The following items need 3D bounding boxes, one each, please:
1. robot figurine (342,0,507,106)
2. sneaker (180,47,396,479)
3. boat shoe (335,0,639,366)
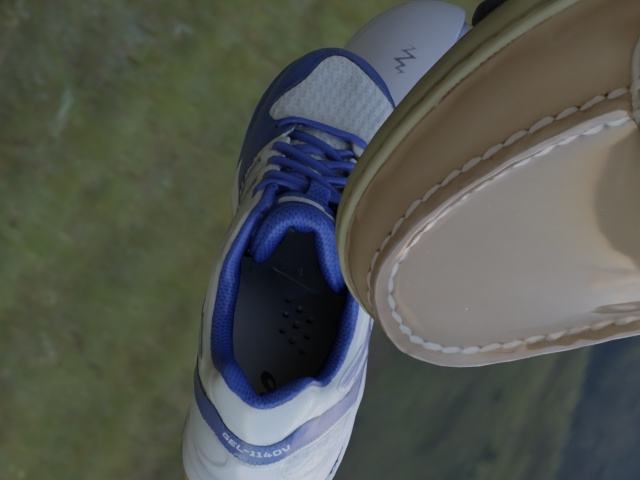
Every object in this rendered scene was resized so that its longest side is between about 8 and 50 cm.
[{"bbox_3d":[0.128,-0.049,1.244,0.209,0.278,0.174,-69,-175,-67],"label":"robot figurine"},{"bbox_3d":[0.000,0.000,0.983,0.131,0.111,0.296,101,-2,-57],"label":"sneaker"},{"bbox_3d":[0.149,-0.033,0.530,0.341,0.121,0.110,-27,-141,26],"label":"boat shoe"}]
